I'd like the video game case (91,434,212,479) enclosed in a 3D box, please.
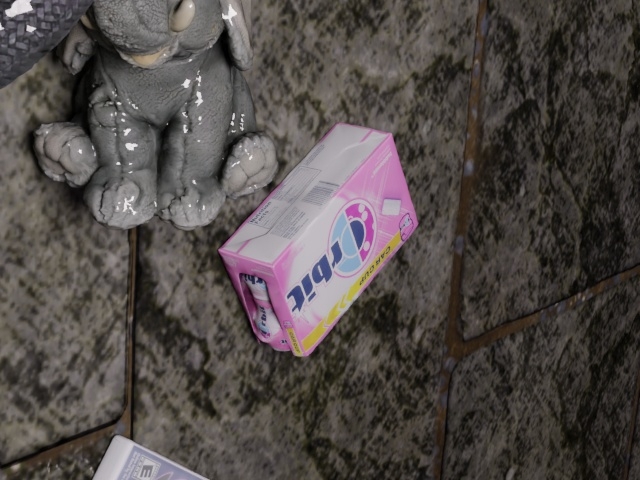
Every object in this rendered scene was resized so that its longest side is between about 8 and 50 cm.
[{"bbox_3d":[-0.151,0.277,1.013,0.183,0.023,0.201,42,69,-51],"label":"video game case"}]

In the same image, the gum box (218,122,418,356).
[{"bbox_3d":[0.000,0.000,1.075,0.188,0.062,0.107,-48,136,-31],"label":"gum box"}]

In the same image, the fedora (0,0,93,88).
[{"bbox_3d":[-0.212,-0.203,0.612,0.152,0.334,0.334,93,18,-82],"label":"fedora"}]

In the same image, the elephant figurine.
[{"bbox_3d":[-0.100,-0.138,0.788,0.169,0.186,0.239,-25,135,-30],"label":"elephant figurine"}]
